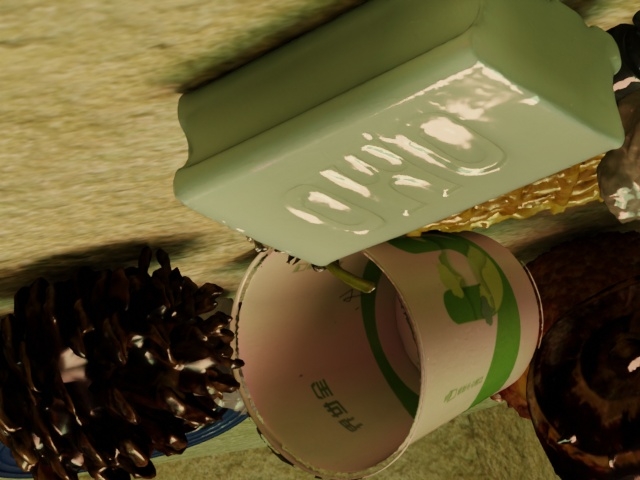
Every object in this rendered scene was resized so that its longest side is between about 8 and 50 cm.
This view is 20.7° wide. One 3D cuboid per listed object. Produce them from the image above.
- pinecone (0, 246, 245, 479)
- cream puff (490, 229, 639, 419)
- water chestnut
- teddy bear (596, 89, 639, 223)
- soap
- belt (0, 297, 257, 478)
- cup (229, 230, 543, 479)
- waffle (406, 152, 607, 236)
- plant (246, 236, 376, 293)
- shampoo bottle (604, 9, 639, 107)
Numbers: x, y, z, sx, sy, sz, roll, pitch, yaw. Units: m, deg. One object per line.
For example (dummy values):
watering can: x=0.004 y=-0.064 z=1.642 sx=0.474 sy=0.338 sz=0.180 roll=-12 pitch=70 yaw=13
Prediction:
pinecone: x=-0.206 y=0.129 z=1.665 sx=0.272 sy=0.224 sz=0.224 roll=-19 pitch=168 yaw=9
cream puff: x=0.353 y=0.104 z=2.167 sx=0.350 sy=0.228 sz=0.350 roll=-9 pitch=-177 yaw=0
water chestnut: x=0.380 y=0.176 z=1.905 sx=0.300 sy=0.300 sz=0.300 roll=-13 pitch=169 yaw=-3
teddy bear: x=0.332 y=-0.077 z=1.370 sx=0.267 sy=0.151 sz=0.236 roll=17 pitch=112 yaw=-27
soap: x=0.047 y=-0.078 z=1.156 sx=0.265 sy=0.087 sz=0.160 roll=-22 pitch=145 yaw=39
belt: x=-0.224 y=0.156 z=1.912 sx=0.347 sy=0.117 sz=0.212 roll=-5 pitch=148 yaw=-36
cup: x=0.080 y=0.101 z=1.834 sx=0.253 sy=0.253 sz=0.274 roll=-23 pitch=172 yaw=39
waffle: x=0.204 y=-0.068 z=1.557 sx=0.302 sy=0.068 sz=0.325 roll=-4 pitch=163 yaw=-42
plant: x=0.000 y=0.000 z=1.511 sx=0.116 sy=0.122 sz=0.104 roll=-24 pitch=164 yaw=9
shampoo bottle: x=0.136 y=-0.092 z=1.262 sx=0.101 sy=0.101 sz=0.284 roll=-2 pitch=164 yaw=-45
